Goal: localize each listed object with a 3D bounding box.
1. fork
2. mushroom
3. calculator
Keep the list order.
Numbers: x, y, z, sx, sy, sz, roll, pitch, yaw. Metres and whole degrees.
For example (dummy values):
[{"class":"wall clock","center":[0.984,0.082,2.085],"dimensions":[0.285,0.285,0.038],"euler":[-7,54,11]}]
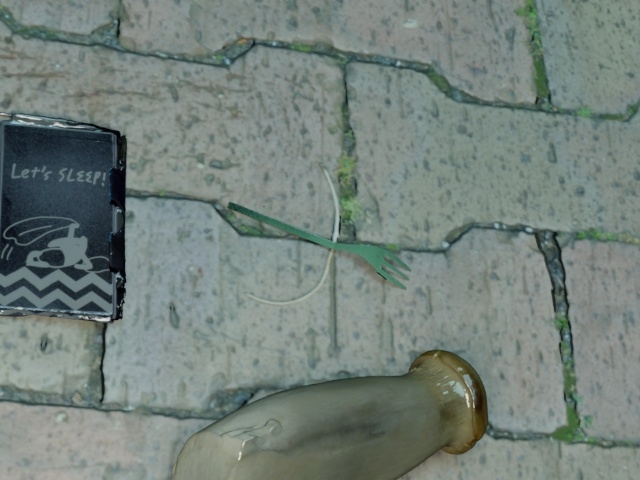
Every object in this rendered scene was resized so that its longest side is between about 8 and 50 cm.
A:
[{"class":"fork","center":[0.001,-0.001,2.212],"dimensions":[0.235,0.021,0.039],"euler":[22,49,-7]},{"class":"mushroom","center":[0.006,0.215,1.993],"dimensions":[0.407,0.154,0.137],"euler":[-21,26,-34]},{"class":"calculator","center":[-0.300,-0.029,2.109],"dimensions":[0.166,0.028,0.274],"euler":[7,54,-14]}]
